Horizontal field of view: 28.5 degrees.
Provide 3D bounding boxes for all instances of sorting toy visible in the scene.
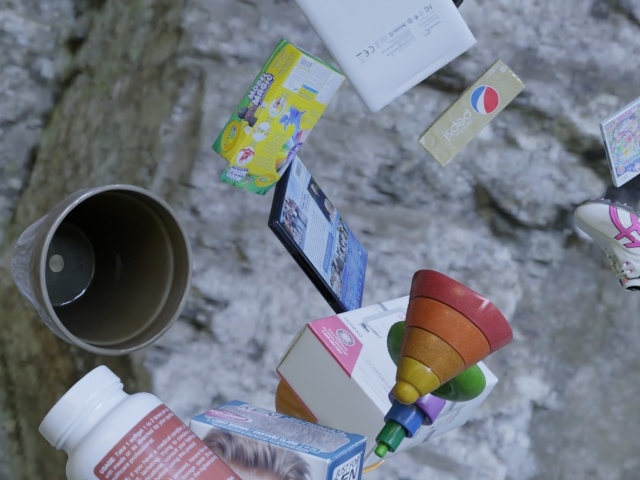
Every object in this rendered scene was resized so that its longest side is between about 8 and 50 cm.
[{"bbox_3d":[0.104,0.164,1.386,0.127,0.126,0.365,33,-23,10],"label":"sorting toy"}]

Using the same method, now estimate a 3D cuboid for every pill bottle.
[{"bbox_3d":[-0.169,0.229,1.239,0.216,0.121,0.121,44,-6,6],"label":"pill bottle"}]

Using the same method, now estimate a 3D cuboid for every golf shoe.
[{"bbox_3d":[0.386,0.017,1.549,0.186,0.086,0.067,34,-25,19],"label":"golf shoe"}]

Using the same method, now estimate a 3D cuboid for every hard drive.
[{"bbox_3d":[0.081,-0.387,2.006,0.319,0.210,0.040,54,6,-25],"label":"hard drive"}]

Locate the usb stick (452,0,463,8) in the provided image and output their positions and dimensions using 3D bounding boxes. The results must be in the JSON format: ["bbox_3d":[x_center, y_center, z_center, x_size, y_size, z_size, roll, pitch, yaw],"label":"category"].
[{"bbox_3d":[0.232,-0.457,2.190,0.077,0.045,0.278,41,-34,2],"label":"usb stick"}]

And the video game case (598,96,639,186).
[{"bbox_3d":[0.484,-0.154,1.973,0.011,0.087,0.122,38,-24,53],"label":"video game case"}]

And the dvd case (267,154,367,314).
[{"bbox_3d":[0.000,0.000,2.009,0.022,0.180,0.253,-20,-54,24],"label":"dvd case"}]

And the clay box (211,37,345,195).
[{"bbox_3d":[-0.069,-0.178,1.859,0.053,0.222,0.127,42,12,32],"label":"clay box"}]

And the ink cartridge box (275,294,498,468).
[{"bbox_3d":[0.105,0.205,1.923,0.283,0.117,0.207,-12,53,-49],"label":"ink cartridge box"}]

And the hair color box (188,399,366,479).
[{"bbox_3d":[-0.067,0.367,1.365,0.173,0.347,0.105,12,10,24],"label":"hair color box"}]

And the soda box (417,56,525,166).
[{"bbox_3d":[0.235,-0.200,1.964,0.061,0.181,0.058,44,14,-4],"label":"soda box"}]

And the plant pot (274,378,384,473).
[{"bbox_3d":[0.023,0.305,2.312,0.205,0.205,0.188,22,-6,-42],"label":"plant pot"}]

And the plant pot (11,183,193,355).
[{"bbox_3d":[-0.458,0.052,2.447,0.323,0.323,0.280,21,-12,-37],"label":"plant pot"}]
